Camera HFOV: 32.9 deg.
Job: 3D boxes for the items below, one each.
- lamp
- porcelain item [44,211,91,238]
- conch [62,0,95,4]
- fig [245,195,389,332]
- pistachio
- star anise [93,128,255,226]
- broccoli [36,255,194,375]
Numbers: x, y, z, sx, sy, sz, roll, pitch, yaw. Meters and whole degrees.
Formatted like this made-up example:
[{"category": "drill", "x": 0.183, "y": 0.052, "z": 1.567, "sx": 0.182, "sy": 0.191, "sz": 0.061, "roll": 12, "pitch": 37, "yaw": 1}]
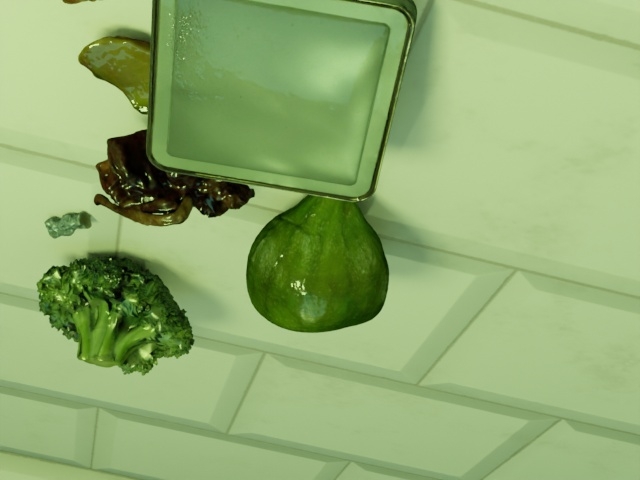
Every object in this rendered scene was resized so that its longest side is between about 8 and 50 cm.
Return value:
[{"category": "lamp", "x": -0.051, "y": -0.166, "z": 1.167, "sx": 0.269, "sy": 0.047, "sz": 0.266, "roll": 10, "pitch": 131, "yaw": -2}, {"category": "porcelain item", "x": -0.379, "y": -0.024, "z": 1.619, "sx": 0.083, "sy": 0.028, "sz": 0.036, "roll": -9, "pitch": 129, "yaw": 32}, {"category": "conch", "x": -0.257, "y": -0.297, "z": 1.036, "sx": 0.158, "sy": 0.127, "sz": 0.255, "roll": -5, "pitch": -172, "yaw": -38}, {"category": "fig", "x": 0.000, "y": 0.000, "z": 1.455, "sx": 0.203, "sy": 0.203, "sz": 0.235, "roll": 7, "pitch": 112, "yaw": 5}, {"category": "pistachio", "x": -0.193, "y": -0.188, "z": 1.248, "sx": 0.173, "sy": 0.049, "sz": 0.089, "roll": 21, "pitch": 126, "yaw": -17}, {"category": "star anise", "x": -0.175, "y": -0.077, "z": 1.364, "sx": 0.190, "sy": 0.125, "sz": 0.220, "roll": -7, "pitch": 160, "yaw": -21}, {"category": "broccoli", "x": -0.323, "y": 0.116, "z": 1.704, "sx": 0.226, "sy": 0.176, "sz": 0.198, "roll": 5, "pitch": 147, "yaw": -39}]
